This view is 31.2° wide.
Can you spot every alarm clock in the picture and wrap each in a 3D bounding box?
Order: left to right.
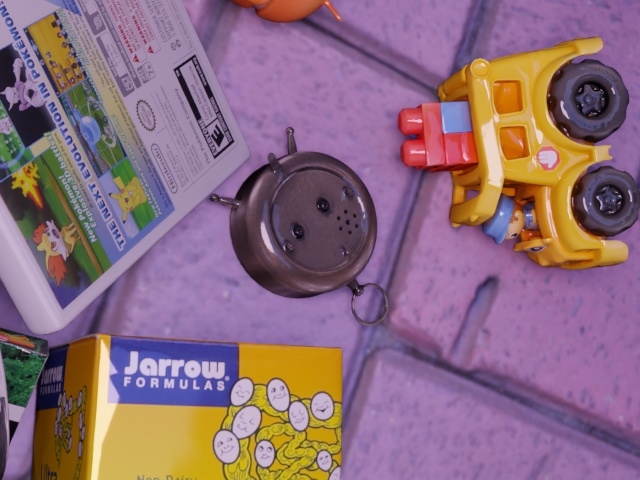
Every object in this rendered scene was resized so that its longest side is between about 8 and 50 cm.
[{"bbox_3d":[0.000,0.000,1.040,0.129,0.064,0.192,-45,104,-25],"label":"alarm clock"}]

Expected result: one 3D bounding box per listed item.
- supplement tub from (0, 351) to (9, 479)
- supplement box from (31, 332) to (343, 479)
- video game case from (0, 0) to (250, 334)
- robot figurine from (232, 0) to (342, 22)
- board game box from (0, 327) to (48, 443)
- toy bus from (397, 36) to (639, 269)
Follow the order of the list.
[{"bbox_3d":[-0.369,0.098,0.655,0.338,0.207,0.207,-13,87,-30],"label":"supplement tub"},{"bbox_3d":[-0.109,0.258,0.867,0.194,0.195,0.356,6,79,-25],"label":"supplement box"},{"bbox_3d":[-0.196,-0.144,0.869,0.300,0.036,0.329,-49,121,-52],"label":"video game case"},{"bbox_3d":[-0.065,-0.279,1.016,0.219,0.158,0.128,29,93,-18],"label":"robot figurine"},{"bbox_3d":[-0.346,0.097,0.836,0.259,0.030,0.136,19,105,-21],"label":"board game box"},{"bbox_3d":[0.179,-0.072,1.099,0.211,0.149,0.220,-8,87,-13],"label":"toy bus"}]
